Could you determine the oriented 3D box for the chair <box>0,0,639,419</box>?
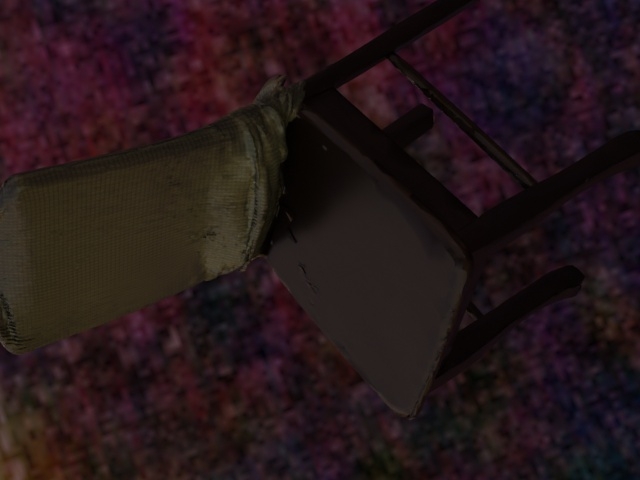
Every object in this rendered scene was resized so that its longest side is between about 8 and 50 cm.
[{"bbox_3d":[0.000,0.000,0.970,0.186,0.319,0.160,48,148,21],"label":"chair"}]
